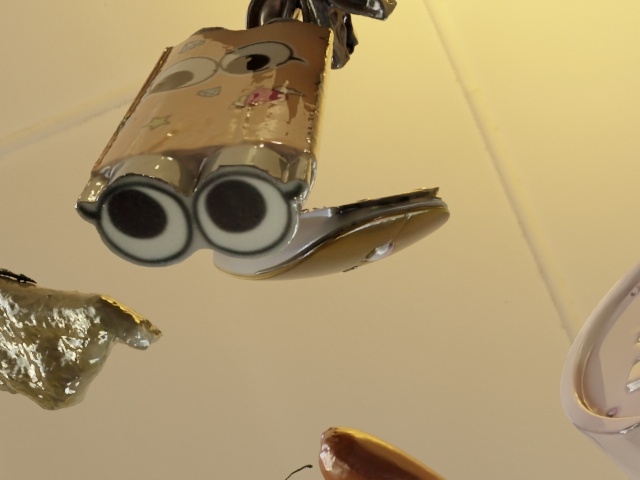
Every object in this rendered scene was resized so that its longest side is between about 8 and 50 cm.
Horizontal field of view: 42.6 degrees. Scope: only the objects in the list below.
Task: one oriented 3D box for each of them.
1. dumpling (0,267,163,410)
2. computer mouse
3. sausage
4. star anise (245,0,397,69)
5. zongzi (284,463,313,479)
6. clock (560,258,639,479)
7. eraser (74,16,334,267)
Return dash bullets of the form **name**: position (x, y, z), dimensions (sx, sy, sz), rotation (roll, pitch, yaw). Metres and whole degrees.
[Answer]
- **dumpling**: position (-0.265, 0.080, 0.683), dimensions (0.332, 0.166, 0.086), rotation (12, -116, 24)
- **computer mouse**: position (0.000, 0.000, 0.847), dimensions (0.158, 0.310, 0.072), rotation (-12, -89, -31)
- **sausage**: position (0.081, 0.246, 0.800), dimensions (0.194, 0.077, 0.077), rotation (32, -92, 0)
- **star anise**: position (-0.015, -0.291, 0.836), dimensions (0.223, 0.109, 0.236), rotation (12, -76, 17)
- **zongzi**: position (0.065, 0.344, 0.964), dimensions (0.241, 0.111, 0.248), rotation (-44, -114, 18)
- **clock**: position (0.232, 0.054, 0.462), dimensions (0.068, 0.197, 0.197), rotation (43, -91, -5)
- **eraser**: position (-0.076, -0.096, 0.691), dimensions (0.171, 0.290, 0.087), rotation (-6, -56, 9)
